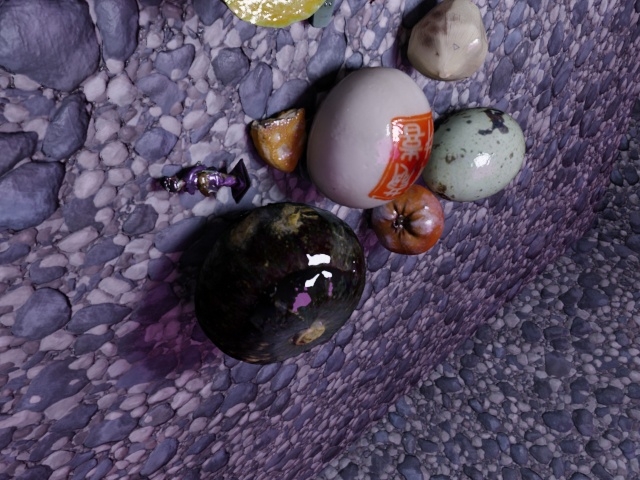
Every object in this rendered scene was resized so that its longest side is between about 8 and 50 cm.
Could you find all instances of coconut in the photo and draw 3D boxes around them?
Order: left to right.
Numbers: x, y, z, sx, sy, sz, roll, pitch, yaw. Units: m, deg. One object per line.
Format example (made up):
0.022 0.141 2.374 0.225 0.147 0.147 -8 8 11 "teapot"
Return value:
0.337 -0.517 1.676 0.224 0.224 0.224 -32 142 -29 "coconut"

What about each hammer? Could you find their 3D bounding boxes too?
0.009 -0.261 1.684 0.158 0.041 0.227 16 108 -57 "hammer"

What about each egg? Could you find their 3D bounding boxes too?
0.484 -0.270 2.038 0.379 0.287 0.288 -33 143 -18 "egg"

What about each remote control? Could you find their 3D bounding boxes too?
0.007 -0.576 1.385 0.072 0.042 0.222 -23 136 -38 "remote control"

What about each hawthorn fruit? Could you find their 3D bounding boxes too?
0.297 -0.068 2.034 0.262 0.235 0.231 -7 155 -30 "hawthorn fruit"

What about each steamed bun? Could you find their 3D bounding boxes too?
0.147 -0.244 1.616 0.374 0.241 0.375 -35 143 -32 "steamed bun"

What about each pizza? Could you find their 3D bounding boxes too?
-0.093 -0.260 1.548 0.161 0.062 0.182 -49 143 7 "pizza"

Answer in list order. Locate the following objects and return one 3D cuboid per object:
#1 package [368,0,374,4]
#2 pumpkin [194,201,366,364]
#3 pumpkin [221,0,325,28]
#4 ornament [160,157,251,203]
0.154 -0.723 1.356 0.196 0.123 0.424 -42 147 -19 "package"
-0.101 0.107 1.617 0.454 0.344 0.454 -26 151 -16 "pumpkin"
-0.115 -0.563 1.129 0.332 0.199 0.333 -25 130 -34 "pumpkin"
-0.269 -0.130 1.445 0.203 0.088 0.081 -9 152 -32 "ornament"
